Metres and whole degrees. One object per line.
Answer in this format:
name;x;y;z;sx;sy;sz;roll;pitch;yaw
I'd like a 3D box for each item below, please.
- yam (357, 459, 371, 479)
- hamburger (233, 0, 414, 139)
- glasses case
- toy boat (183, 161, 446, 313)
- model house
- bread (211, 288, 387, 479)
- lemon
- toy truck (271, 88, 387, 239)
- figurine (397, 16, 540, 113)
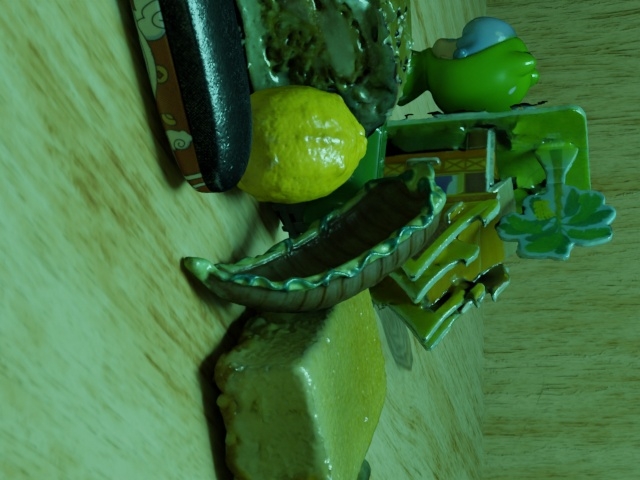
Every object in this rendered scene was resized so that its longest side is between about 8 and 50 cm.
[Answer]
yam;-0.002;0.365;1.224;0.371;0.083;0.083;-74;157;-49
hamburger;0.002;-0.252;1.161;0.192;0.168;0.288;-74;157;-50
glasses case;-0.104;-0.165;0.933;0.103;0.067;0.266;-71;154;-59
toy boat;-0.001;0.011;1.081;0.293;0.108;0.099;-24;121;-34
model house;0.207;0.008;1.533;0.313;0.358;0.242;-81;163;-45
bread;-0.016;0.142;1.141;0.274;0.114;0.184;-61;142;-66
lemon;-0.024;-0.092;1.102;0.155;0.114;0.114;-8;97;-34
toy truck;0.011;-0.107;1.262;0.101;0.125;0.242;66;24;-53
figurine;0.182;-0.241;1.674;0.162;0.263;0.143;37;52;-73
